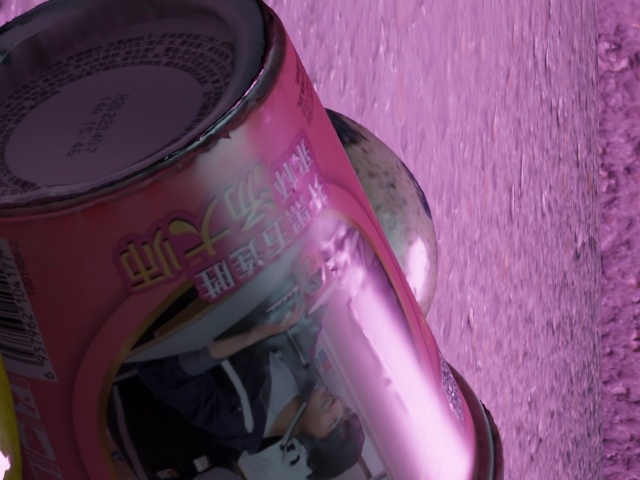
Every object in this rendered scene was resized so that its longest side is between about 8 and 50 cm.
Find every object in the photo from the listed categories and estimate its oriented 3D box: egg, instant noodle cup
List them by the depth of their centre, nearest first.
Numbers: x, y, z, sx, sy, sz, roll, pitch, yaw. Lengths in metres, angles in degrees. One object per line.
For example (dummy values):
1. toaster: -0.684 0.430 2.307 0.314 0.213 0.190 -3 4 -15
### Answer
1. instant noodle cup: -0.057 0.031 0.713 0.244 0.244 0.255 -67 147 -46
2. egg: 0.000 0.000 0.997 0.141 0.141 0.182 -64 144 -51

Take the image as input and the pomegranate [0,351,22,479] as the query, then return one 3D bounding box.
1. pomegranate: -0.167 0.054 0.482 0.220 0.156 0.156 -155 -113 -79
